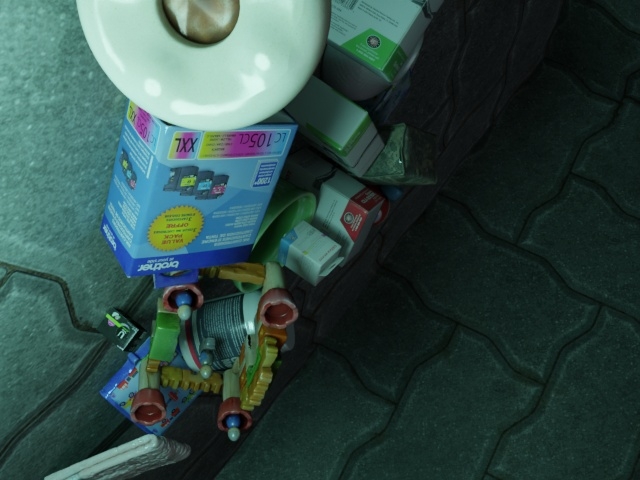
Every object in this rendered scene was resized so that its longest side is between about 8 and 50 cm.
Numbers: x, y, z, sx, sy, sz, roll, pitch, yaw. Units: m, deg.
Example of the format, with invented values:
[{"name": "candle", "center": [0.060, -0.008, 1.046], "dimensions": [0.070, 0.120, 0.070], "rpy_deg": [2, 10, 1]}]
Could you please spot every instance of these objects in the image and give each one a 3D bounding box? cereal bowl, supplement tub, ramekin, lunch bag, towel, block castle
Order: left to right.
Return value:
[{"name": "towel", "center": [-0.537, 0.612, 2.084], "dimensions": [0.316, 0.053, 0.332], "rpy_deg": [-22, 161, -2]}, {"name": "lunch bag", "center": [-0.442, 0.366, 2.020], "dimensions": [0.221, 0.138, 0.293], "rpy_deg": [-47, 154, -17]}, {"name": "block castle", "center": [-0.248, 0.256, 1.765], "dimensions": [0.213, 0.302, 0.453], "rpy_deg": [-103, -151, -51]}, {"name": "supplement tub", "center": [-0.221, 0.234, 2.023], "dimensions": [0.272, 0.191, 0.191], "rpy_deg": [-14, 169, 11]}, {"name": "ramekin", "center": [-0.159, -0.032, 1.935], "dimensions": [0.303, 0.148, 0.303], "rpy_deg": [-49, 163, -20]}, {"name": "lunch bag", "center": [0.154, -0.235, 2.138], "dimensions": [0.235, 0.286, 0.169], "rpy_deg": [5, 86, -58]}, {"name": "lunch bag", "center": [0.170, -0.412, 2.210], "dimensions": [0.219, 0.090, 0.176], "rpy_deg": [-54, 163, -2]}, {"name": "cereal bowl", "center": [0.157, -0.491, 1.922], "dimensions": [0.339, 0.141, 0.339], "rpy_deg": [-49, 164, -19]}]

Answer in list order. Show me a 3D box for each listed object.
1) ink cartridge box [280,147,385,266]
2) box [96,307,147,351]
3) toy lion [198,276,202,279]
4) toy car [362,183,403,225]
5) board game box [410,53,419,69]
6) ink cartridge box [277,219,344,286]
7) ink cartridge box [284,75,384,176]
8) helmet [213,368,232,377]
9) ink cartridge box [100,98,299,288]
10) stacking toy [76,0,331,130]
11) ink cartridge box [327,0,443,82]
[{"name": "ink cartridge box", "center": [0.005, -0.092, 2.067], "dimensions": [0.114, 0.272, 0.197], "rpy_deg": [-40, 159, -52]}, {"name": "box", "center": [-0.442, 0.200, 1.713], "dimensions": [0.062, 0.083, 0.052], "rpy_deg": [-54, 166, -4]}, {"name": "toy lion", "center": [-0.342, 0.118, 1.943], "dimensions": [0.100, 0.034, 0.096], "rpy_deg": [-35, 163, -49]}, {"name": "toy car", "center": [0.091, -0.144, 2.380], "dimensions": [0.219, 0.210, 0.238], "rpy_deg": [-47, 154, 18]}, {"name": "board game box", "center": [0.239, -0.500, 2.343], "dimensions": [0.103, 0.026, 0.154], "rpy_deg": [-36, 156, -50]}, {"name": "ink cartridge box", "center": [-0.022, 0.037, 1.932], "dimensions": [0.092, 0.143, 0.090], "rpy_deg": [-42, 160, -37]}, {"name": "ink cartridge box", "center": [0.031, -0.278, 1.884], "dimensions": [0.115, 0.198, 0.273], "rpy_deg": [-54, 164, 0]}, {"name": "helmet", "center": [-0.300, 0.321, 2.239], "dimensions": [0.161, 0.169, 0.169], "rpy_deg": [-14, 140, -43]}, {"name": "ink cartridge box", "center": [-0.238, -0.088, 1.427], "dimensions": [0.269, 0.151, 0.396], "rpy_deg": [-7, 136, -37]}, {"name": "stacking toy", "center": [-0.122, -0.393, 1.185], "dimensions": [0.351, 0.350, 0.480], "rpy_deg": [-62, -179, 26]}, {"name": "ink cartridge box", "center": [0.140, -0.525, 1.662], "dimensions": [0.289, 0.211, 0.121], "rpy_deg": [-56, 164, 7]}]
